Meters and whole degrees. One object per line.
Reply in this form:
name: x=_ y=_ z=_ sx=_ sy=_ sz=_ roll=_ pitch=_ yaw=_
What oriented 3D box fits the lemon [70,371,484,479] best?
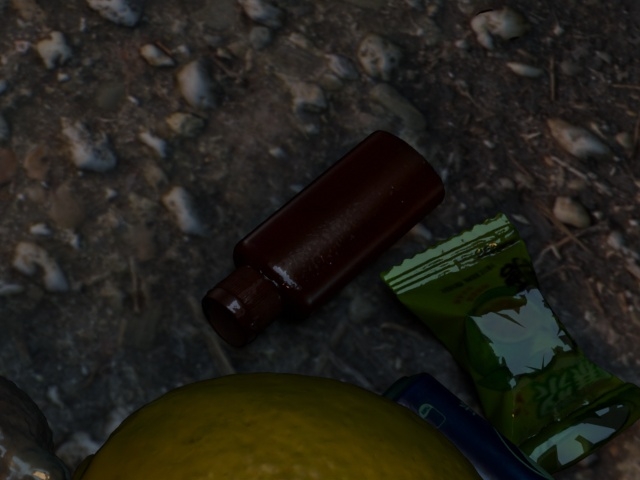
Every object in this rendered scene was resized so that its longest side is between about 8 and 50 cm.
lemon: x=-0.028 y=0.255 z=0.917 sx=0.348 sy=0.348 sz=0.348 roll=4 pitch=58 yaw=-7

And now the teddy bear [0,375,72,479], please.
teddy bear: x=-0.314 y=0.209 z=0.955 sx=0.267 sy=0.236 sz=0.151 roll=-40 pitch=82 yaw=-14

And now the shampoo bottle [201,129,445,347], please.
shampoo bottle: x=0.000 y=0.000 z=1.232 sx=0.102 sy=0.064 sz=0.260 roll=41 pitch=61 yaw=15

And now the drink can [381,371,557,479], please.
drink can: x=0.121 y=0.211 z=1.094 sx=0.205 sy=0.118 sz=0.118 roll=41 pitch=61 yaw=14

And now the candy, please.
candy: x=0.180 y=0.095 z=1.204 sx=0.149 sy=0.069 sz=0.246 roll=-27 pitch=72 yaw=-18
